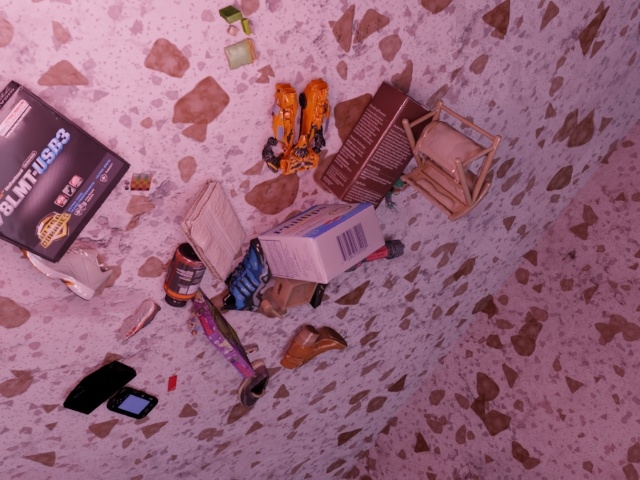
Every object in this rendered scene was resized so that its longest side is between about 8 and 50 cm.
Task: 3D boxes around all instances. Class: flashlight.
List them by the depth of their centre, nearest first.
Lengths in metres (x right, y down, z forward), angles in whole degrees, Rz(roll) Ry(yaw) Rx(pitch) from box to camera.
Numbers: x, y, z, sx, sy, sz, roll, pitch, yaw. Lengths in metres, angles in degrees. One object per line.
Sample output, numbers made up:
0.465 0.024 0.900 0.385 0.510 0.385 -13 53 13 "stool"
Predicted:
0.206 0.053 1.980 0.304 0.103 0.103 -11 130 -31 "flashlight"

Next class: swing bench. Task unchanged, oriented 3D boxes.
0.383 -0.241 1.503 0.165 0.253 0.254 -30 142 -16 "swing bench"

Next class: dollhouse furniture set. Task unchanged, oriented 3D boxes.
-0.191 -0.473 1.174 0.076 0.058 0.151 -29 140 -14 "dollhouse furniture set"

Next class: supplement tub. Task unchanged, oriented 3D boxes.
-0.417 0.111 1.513 0.106 0.106 0.197 3 125 -41 "supplement tub"

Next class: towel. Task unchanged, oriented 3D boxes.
-0.303 -0.026 1.446 0.282 0.049 0.187 70 36 -51 "towel"

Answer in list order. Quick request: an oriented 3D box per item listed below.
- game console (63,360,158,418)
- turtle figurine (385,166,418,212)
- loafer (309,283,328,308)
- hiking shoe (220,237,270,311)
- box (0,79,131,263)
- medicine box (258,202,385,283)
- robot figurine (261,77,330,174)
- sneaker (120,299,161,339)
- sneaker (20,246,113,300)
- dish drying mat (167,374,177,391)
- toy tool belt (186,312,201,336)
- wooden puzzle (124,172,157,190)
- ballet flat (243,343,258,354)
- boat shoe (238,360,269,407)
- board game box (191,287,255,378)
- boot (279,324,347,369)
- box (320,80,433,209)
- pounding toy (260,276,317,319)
-0.703 0.547 1.745 0.213 0.044 0.361 -39 142 -2 "game console"
0.292 -0.190 1.778 0.175 0.118 0.234 -36 170 -8 "turtle figurine"
-0.002 0.180 1.944 0.078 0.080 0.220 -16 135 -28 "loafer"
-0.252 0.128 1.662 0.132 0.113 0.303 -3 124 -27 "hiking shoe"
-0.622 -0.136 1.077 0.295 0.073 0.293 -55 143 -8 "box"
0.000 0.000 1.547 0.264 0.289 0.149 -31 111 -34 "medicine box"
-0.063 -0.310 1.417 0.211 0.085 0.290 -17 136 -26 "robot figurine"
-0.567 0.261 1.572 0.158 0.061 0.065 -44 148 5 "sneaker"
-0.652 0.047 1.280 0.121 0.099 0.262 -47 147 -12 "sneaker"
-0.566 0.547 1.888 0.032 0.008 0.083 -8 132 -33 "dish drying mat"
-0.442 0.289 1.718 0.051 0.052 0.083 28 106 -17 "toy tool belt"
-0.470 -0.152 1.293 0.083 0.006 0.049 -2 128 -38 "wooden puzzle"
-0.299 0.448 1.989 0.114 0.041 0.041 -11 133 -32 "ballet flat"
-0.285 0.645 2.147 0.103 0.092 0.285 -6 130 -36 "boat shoe"
-0.337 0.323 1.701 0.056 0.208 0.346 -33 141 -10 "board game box"
-0.028 0.496 2.202 0.284 0.109 0.220 19 112 -45 "boot"
0.188 -0.295 1.601 0.191 0.143 0.381 14 118 -46 "box"
-0.132 0.188 1.754 0.206 0.094 0.181 -12 137 -38 "pounding toy"
